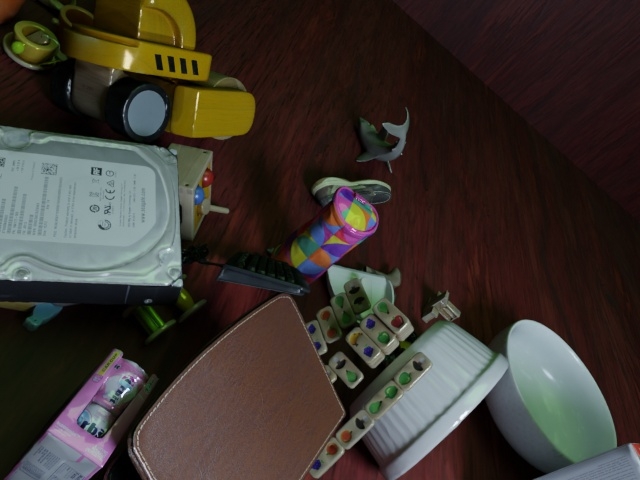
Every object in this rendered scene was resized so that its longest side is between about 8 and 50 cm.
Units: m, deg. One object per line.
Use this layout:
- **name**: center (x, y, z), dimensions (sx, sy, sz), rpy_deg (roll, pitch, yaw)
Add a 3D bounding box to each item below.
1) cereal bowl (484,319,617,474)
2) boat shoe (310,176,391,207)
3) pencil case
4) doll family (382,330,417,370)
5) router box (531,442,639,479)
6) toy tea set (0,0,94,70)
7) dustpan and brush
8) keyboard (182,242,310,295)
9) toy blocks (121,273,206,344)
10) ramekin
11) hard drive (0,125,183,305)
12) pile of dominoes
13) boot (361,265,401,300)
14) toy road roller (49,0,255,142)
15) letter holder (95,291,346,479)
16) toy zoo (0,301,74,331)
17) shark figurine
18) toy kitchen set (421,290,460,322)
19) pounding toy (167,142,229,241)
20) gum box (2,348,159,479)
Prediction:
- **cereal bowl**: center (0.465, 0.348, 1.243), dimensions (0.339, 0.141, 0.339), rpy_deg (28, 40, -26)
- **boat shoe**: center (0.077, -0.094, 1.321), dimensions (0.224, 0.080, 0.073), rpy_deg (1, 61, -39)
- **pencil case**: center (0.000, 0.000, 1.025), dimensions (0.104, 0.236, 0.104), rpy_deg (20, 53, -28)
- **doll family**: center (0.187, 0.216, 1.147), dimensions (0.193, 0.076, 0.111), rpy_deg (26, 36, -34)
- **router box**: center (0.469, 0.447, 0.988), dimensions (0.301, 0.335, 0.082), rpy_deg (17, 45, -35)
- **toy tea set**: center (-0.466, -0.444, 1.045), dimensions (0.200, 0.124, 0.336), rpy_deg (43, 36, -7)
- **dustpan and brush**: center (0.083, 0.141, 1.107), dimensions (0.147, 0.060, 0.211), rpy_deg (14, 60, -22)
- **keyboard**: center (-0.120, 0.035, 0.866), dimensions (0.202, 0.033, 0.317), rpy_deg (11, 0, -5)
- **toy blocks**: center (-0.254, 0.064, 0.847), dimensions (0.148, 0.054, 0.123), rpy_deg (50, 35, 4)
- **ramekin**: center (0.165, 0.247, 0.941), dimensions (0.127, 0.273, 0.273), rpy_deg (46, 34, 17)
- **hard drive**: center (-0.352, -0.036, 0.733), dimensions (0.339, 0.064, 0.236), rpy_deg (4, 55, -22)
- **pile of dominoes**: center (0.022, 0.187, 0.857), dimensions (0.196, 0.251, 0.040), rpy_deg (44, -5, 34)
- **boot**: center (0.126, 0.081, 1.233), dimensions (0.087, 0.042, 0.118), rpy_deg (33, 38, -15)
- **toy road roller**: center (-0.265, -0.304, 0.974), dimensions (0.202, 0.240, 0.329), rpy_deg (25, 21, 30)
- **letter holder**: center (-0.129, 0.217, 0.690), dimensions (0.302, 0.152, 0.214), rpy_deg (-41, 113, -54)
- **toy zoo**: center (-0.402, -0.014, 0.789), dimensions (0.192, 0.030, 0.293), rpy_deg (8, 51, -41)
- **shark figurine**: center (0.148, -0.235, 1.478), dimensions (0.116, 0.278, 0.166), rpy_deg (-21, 104, -14)
- **toy kitchen set**: center (0.283, 0.158, 1.295), dimensions (0.075, 0.068, 0.083), rpy_deg (44, 36, -5)
- **pounding toy**: center (-0.214, -0.072, 0.963), dimensions (0.100, 0.141, 0.130), rpy_deg (12, 42, 0)
- **gum box**: center (-0.253, 0.201, 0.605), dimensions (0.062, 0.188, 0.107), rpy_deg (40, 37, -11)
